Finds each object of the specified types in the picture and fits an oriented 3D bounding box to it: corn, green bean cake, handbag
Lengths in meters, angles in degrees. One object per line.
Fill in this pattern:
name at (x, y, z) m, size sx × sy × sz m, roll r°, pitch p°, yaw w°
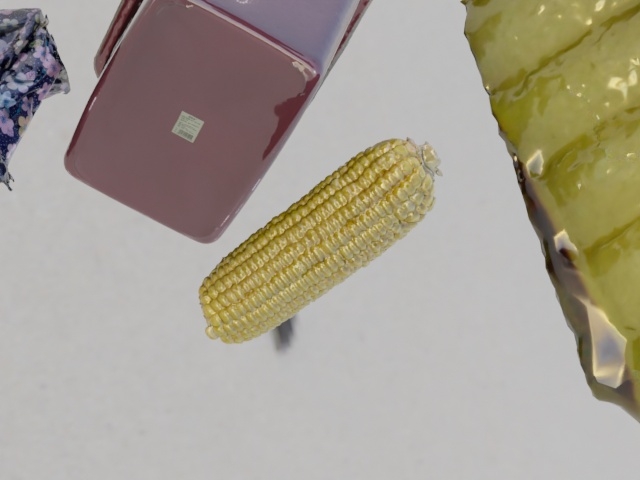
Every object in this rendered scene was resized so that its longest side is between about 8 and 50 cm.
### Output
corn at (0.000, 0.000, 1.577) m, size 0.080 × 0.238 × 0.080 m, roll 50°, pitch 11°, yaw -14°
green bean cake at (0.245, -0.038, 0.992) m, size 0.285 × 0.202 × 0.310 m, roll 13°, pitch 50°, yaw -55°
handbag at (-0.355, -0.117, 1.728) m, size 0.208 × 0.229 × 0.127 m, roll -61°, pitch 145°, yaw -43°

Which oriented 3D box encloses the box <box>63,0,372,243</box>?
box at (-0.091, -0.147, 1.678) m, size 0.193 × 0.294 × 0.167 m, roll 27°, pitch 43°, yaw -9°
